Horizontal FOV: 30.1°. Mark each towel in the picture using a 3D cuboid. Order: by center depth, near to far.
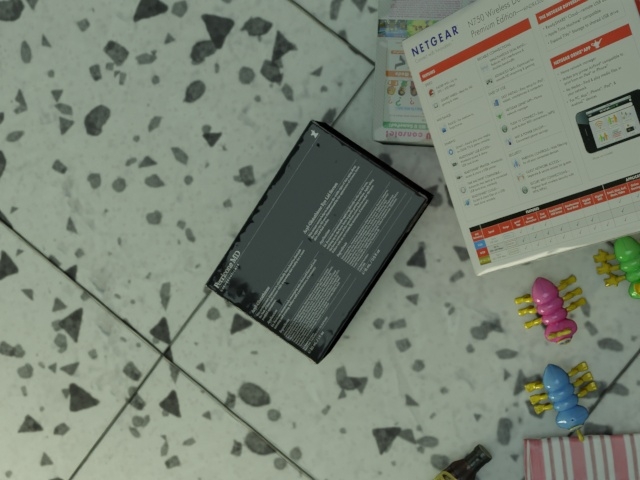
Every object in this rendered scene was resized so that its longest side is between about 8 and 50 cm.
[{"bbox_3d":[0.366,0.321,1.545,0.197,0.029,0.144,-5,92,10],"label":"towel"}]

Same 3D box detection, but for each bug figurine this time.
[{"bbox_3d":[0.373,0.116,1.510,0.279,0.072,0.216,-28,87,12],"label":"bug figurine"}]

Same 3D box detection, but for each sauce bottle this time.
[{"bbox_3d":[0.173,0.321,1.577,0.042,0.042,0.128,43,100,7],"label":"sauce bottle"}]

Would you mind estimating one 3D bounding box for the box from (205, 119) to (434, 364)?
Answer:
[{"bbox_3d":[0.000,0.000,1.567,0.184,0.103,0.261,35,99,5],"label":"box"}]

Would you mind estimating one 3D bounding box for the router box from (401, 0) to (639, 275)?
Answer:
[{"bbox_3d":[0.265,-0.140,1.318,0.335,0.082,0.301,-19,88,52],"label":"router box"}]

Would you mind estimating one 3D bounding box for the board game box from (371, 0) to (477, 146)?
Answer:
[{"bbox_3d":[0.189,-0.269,1.519,0.224,0.097,0.303,4,92,13],"label":"board game box"}]
